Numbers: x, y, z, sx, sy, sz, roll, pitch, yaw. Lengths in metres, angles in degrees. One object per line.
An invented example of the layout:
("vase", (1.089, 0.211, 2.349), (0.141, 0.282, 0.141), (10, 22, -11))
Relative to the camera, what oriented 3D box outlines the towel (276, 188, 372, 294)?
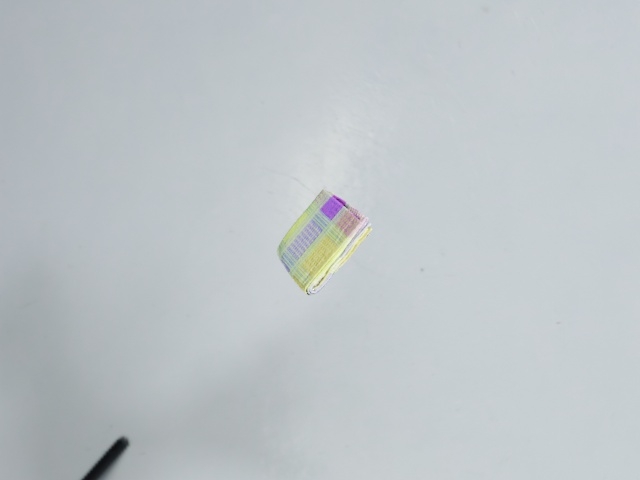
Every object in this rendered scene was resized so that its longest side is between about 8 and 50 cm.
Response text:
("towel", (0.000, 0.000, 0.634), (0.009, 0.083, 0.060), (38, 92, -25))
